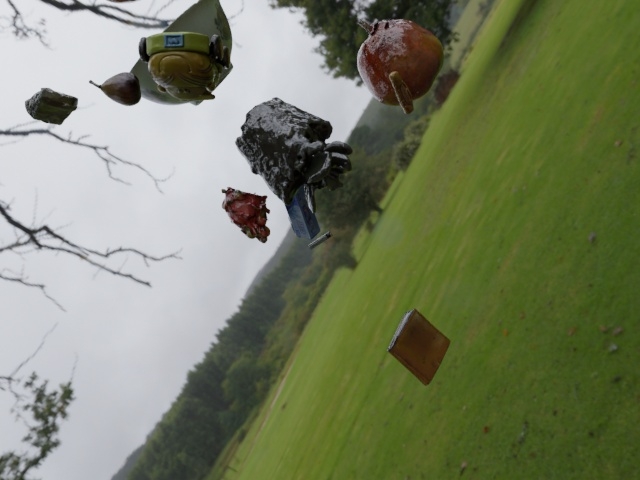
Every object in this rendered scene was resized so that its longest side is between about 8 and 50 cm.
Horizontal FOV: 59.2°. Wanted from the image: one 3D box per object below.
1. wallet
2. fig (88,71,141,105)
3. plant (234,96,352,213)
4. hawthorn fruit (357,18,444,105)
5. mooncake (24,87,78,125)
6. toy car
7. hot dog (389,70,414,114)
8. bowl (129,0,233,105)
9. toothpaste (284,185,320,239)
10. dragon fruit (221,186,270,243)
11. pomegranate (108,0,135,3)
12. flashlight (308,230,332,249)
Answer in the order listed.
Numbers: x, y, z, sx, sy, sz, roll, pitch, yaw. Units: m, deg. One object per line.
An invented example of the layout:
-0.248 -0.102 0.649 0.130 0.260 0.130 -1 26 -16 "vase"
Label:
0.288 0.311 1.653 0.042 0.161 0.195 -46 4 45 "wallet"
-0.526 -0.388 1.442 0.089 0.125 0.088 176 90 -74 "fig"
-0.054 -0.208 1.347 0.188 0.276 0.198 -28 -29 -46 "plant"
0.231 -0.595 1.812 0.276 0.307 0.276 -45 20 21 "hawthorn fruit"
-0.857 -0.434 1.792 0.125 0.073 0.130 -26 -18 33 "mooncake"
-0.329 -0.418 1.387 0.248 0.201 0.142 -35 -57 -85 "toy car"
0.246 -0.442 1.680 0.044 0.137 0.028 -36 24 -18 "hot dog"
-0.409 -0.564 1.805 0.435 0.196 0.435 -43 14 14 "bowl"
-0.075 -0.129 1.654 0.053 0.066 0.272 -42 -53 -35 "toothpaste"
-0.217 -0.084 1.712 0.150 0.207 0.133 -32 -2 18 "dragon fruit"
-0.695 -0.945 1.927 0.264 0.264 0.264 -60 2 3 "pomegranate"
0.000 0.000 1.745 0.083 0.018 0.018 -34 1 22 "flashlight"
